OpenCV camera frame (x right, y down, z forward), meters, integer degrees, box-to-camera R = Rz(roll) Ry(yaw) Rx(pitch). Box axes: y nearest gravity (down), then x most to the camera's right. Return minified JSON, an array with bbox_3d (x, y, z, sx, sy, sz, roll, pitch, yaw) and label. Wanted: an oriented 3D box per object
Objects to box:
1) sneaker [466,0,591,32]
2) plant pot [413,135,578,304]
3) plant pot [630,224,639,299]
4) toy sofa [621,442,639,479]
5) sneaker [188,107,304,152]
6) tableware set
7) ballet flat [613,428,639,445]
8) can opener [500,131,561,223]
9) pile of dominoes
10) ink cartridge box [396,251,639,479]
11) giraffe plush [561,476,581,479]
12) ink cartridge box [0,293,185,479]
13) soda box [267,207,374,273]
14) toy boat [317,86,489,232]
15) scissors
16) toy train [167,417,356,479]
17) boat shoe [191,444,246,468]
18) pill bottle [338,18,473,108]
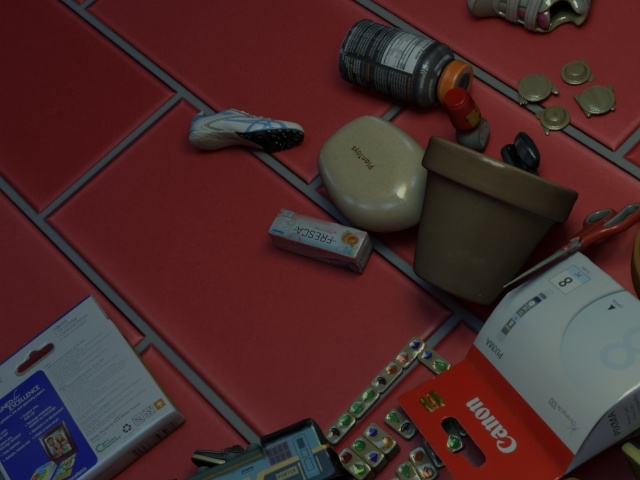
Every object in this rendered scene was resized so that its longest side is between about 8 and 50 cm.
[{"bbox_3d":[0.409,-0.463,2.065,0.252,0.103,0.111,-4,57,15],"label":"sneaker"},{"bbox_3d":[0.262,-0.025,1.767,0.263,0.263,0.229,26,100,28],"label":"plant pot"},{"bbox_3d":[0.635,-0.003,1.664,0.291,0.203,0.290,-8,58,13],"label":"plant pot"},{"bbox_3d":[0.635,0.291,1.540,0.363,0.177,0.150,-35,32,-6],"label":"toy sofa"},{"bbox_3d":[-0.145,-0.223,2.091,0.237,0.085,0.086,2,66,16],"label":"sneaker"},{"bbox_3d":[0.457,-0.271,1.986,0.169,0.020,0.141,-21,58,2],"label":"tableware set"},{"bbox_3d":[0.449,0.267,1.631,0.241,0.077,0.091,-32,56,-5],"label":"ballet flat"},{"bbox_3d":[0.373,-0.101,1.887,0.059,0.073,0.186,-17,66,-4],"label":"can opener"},{"bbox_3d":[0.139,0.291,1.728,0.196,0.040,0.251,36,75,31],"label":"pile of dominoes"},{"bbox_3d":[0.331,0.205,1.627,0.385,0.091,0.308,-29,36,-7],"label":"ink cartridge box"},{"bbox_3d":[0.347,0.408,1.475,0.181,0.170,0.210,-23,22,4],"label":"giraffe plush"},{"bbox_3d":[-0.442,0.296,1.879,0.304,0.072,0.307,-38,55,-7],"label":"ink cartridge box"},{"bbox_3d":[0.000,0.000,1.928,0.183,0.063,0.058,17,66,25],"label":"soda box"},{"bbox_3d":[0.164,-0.144,1.936,0.318,0.148,0.267,-35,51,3],"label":"toy boat"},{"bbox_3d":[0.421,0.006,1.739,0.297,0.021,0.109,-31,18,-36],"label":"scissors"},{"bbox_3d":[-0.100,0.413,1.650,0.334,0.142,0.190,-24,66,3],"label":"toy train"},{"bbox_3d":[-0.136,0.363,1.760,0.152,0.056,0.049,9,58,10],"label":"boat shoe"},{"bbox_3d":[0.167,-0.330,2.039,0.246,0.130,0.130,25,69,27],"label":"pill bottle"}]
